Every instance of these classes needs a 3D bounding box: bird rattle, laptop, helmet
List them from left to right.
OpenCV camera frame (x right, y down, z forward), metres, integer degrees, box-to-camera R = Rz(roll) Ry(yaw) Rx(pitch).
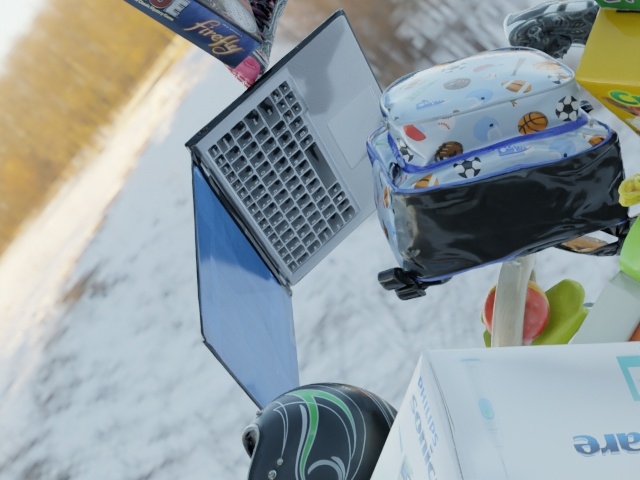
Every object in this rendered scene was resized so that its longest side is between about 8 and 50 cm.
[{"bbox_3d":[0.000,0.000,1.983,0.408,0.236,0.382,-42,-33,-7],"label":"laptop"},{"bbox_3d":[0.009,0.211,1.441,0.169,0.169,0.161,-46,28,37],"label":"helmet"},{"bbox_3d":[0.226,0.113,1.869,0.253,0.143,0.207,-55,-34,-47],"label":"bird rattle"}]

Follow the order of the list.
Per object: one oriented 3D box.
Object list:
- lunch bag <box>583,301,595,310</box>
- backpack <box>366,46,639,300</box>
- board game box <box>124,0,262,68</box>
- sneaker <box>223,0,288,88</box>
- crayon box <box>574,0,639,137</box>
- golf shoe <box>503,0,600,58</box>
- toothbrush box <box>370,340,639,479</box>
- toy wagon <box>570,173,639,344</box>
[{"bbox_3d":[0.447,0.242,2.072,0.169,0.287,0.235,-13,23,10],"label":"lunch bag"},{"bbox_3d":[0.163,-0.079,1.584,0.276,0.213,0.263,-11,13,-7],"label":"backpack"},{"bbox_3d":[-0.149,-0.287,1.450,0.042,0.165,0.243,-39,47,23],"label":"board game box"},{"bbox_3d":[-0.089,-0.314,1.988,0.112,0.121,0.299,-23,39,20],"label":"sneaker"},{"bbox_3d":[0.381,-0.129,1.435,0.203,0.323,0.083,10,74,45],"label":"crayon box"},{"bbox_3d":[0.319,-0.272,1.906,0.094,0.198,0.077,-121,28,-55],"label":"golf shoe"},{"bbox_3d":[0.144,0.201,1.027,0.295,0.216,0.126,106,157,-48],"label":"toothbrush box"},{"bbox_3d":[0.273,0.083,1.271,0.267,0.068,0.344,-34,-40,-29],"label":"toy wagon"}]
